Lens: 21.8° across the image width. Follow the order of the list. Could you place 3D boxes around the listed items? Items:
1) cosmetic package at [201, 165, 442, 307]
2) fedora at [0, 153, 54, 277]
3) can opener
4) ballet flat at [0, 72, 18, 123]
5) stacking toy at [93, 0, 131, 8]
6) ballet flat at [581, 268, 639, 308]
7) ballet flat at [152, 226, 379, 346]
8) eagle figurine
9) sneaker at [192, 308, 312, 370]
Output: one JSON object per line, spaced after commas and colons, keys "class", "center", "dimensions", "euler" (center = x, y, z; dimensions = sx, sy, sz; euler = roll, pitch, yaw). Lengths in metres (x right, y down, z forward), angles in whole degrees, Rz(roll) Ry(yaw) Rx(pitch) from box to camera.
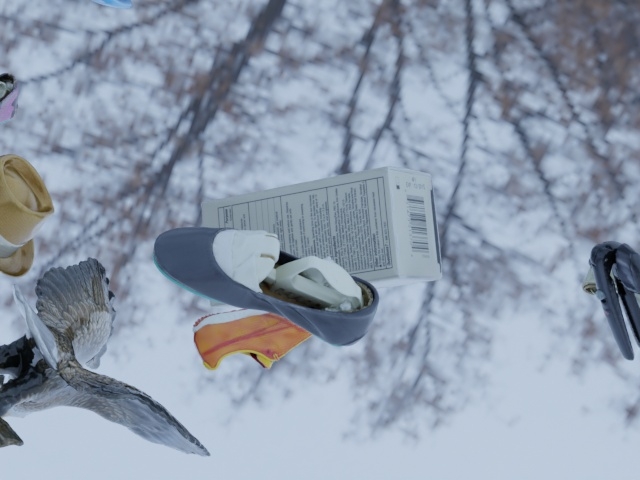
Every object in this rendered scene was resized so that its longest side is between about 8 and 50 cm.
{"class": "cosmetic package", "center": [0.000, 0.000, 2.217], "dimensions": [0.296, 0.153, 0.129], "euler": [-8, 173, 30]}
{"class": "fedora", "center": [-0.385, -0.048, 2.035], "dimensions": [0.194, 0.079, 0.194], "euler": [59, -165, -26]}
{"class": "can opener", "center": [0.371, 0.076, 2.049], "dimensions": [0.059, 0.186, 0.073], "euler": [-23, -143, -10]}
{"class": "ballet flat", "center": [-0.457, -0.167, 2.129], "dimensions": [0.077, 0.079, 0.221], "euler": [18, -153, 15]}
{"class": "stacking toy", "center": [-0.286, -0.512, 2.549], "dimensions": [0.175, 0.302, 0.166], "euler": [43, -172, 3]}
{"class": "ballet flat", "center": [0.402, 0.077, 2.144], "dimensions": [0.057, 0.052, 0.168], "euler": [44, 172, -34]}
{"class": "ballet flat", "center": [-0.037, 0.026, 1.365], "dimensions": [0.203, 0.074, 0.074], "euler": [24, -148, -24]}
{"class": "eagle figurine", "center": [-0.265, 0.141, 1.753], "dimensions": [0.298, 0.226, 0.225], "euler": [-8, -168, -43]}
{"class": "sneaker", "center": [-0.041, 0.091, 1.660], "dimensions": [0.175, 0.064, 0.067], "euler": [-14, -93, -12]}
